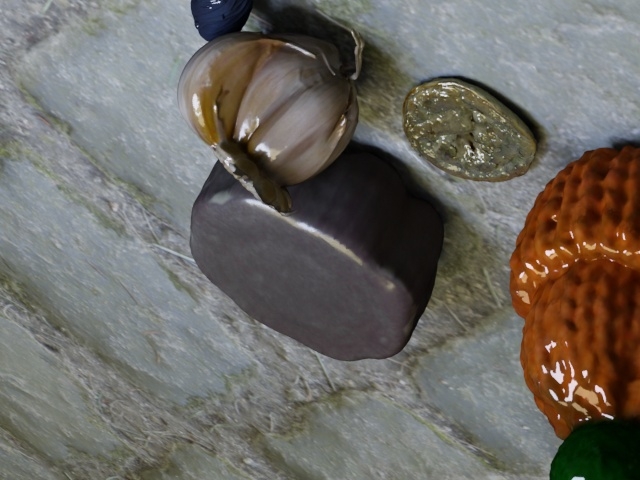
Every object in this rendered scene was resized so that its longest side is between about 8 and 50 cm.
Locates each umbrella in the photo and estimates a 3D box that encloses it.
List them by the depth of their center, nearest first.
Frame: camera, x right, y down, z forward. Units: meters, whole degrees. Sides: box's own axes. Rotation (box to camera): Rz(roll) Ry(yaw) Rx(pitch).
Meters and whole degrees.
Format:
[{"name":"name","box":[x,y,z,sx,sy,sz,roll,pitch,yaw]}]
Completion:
[{"name":"umbrella","box":[-0.095,-0.299,1.820,0.071,0.071,0.248,24,146,9]}]

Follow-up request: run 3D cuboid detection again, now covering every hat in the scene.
[{"name":"hat","box":[0.291,0.124,1.808,0.285,0.400,0.285,24,154,13]}]

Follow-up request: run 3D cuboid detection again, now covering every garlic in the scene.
[{"name":"garlic","box":[-0.033,-0.126,1.865,0.207,0.207,0.256,42,158,-22]}]

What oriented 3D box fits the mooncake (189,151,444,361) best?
[{"name":"mooncake","box":[0.000,0.000,2.109,0.306,0.154,0.306,21,151,12]}]

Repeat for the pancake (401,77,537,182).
[{"name":"pancake","box":[0.160,-0.117,1.917,0.158,0.028,0.158,19,147,13]}]
